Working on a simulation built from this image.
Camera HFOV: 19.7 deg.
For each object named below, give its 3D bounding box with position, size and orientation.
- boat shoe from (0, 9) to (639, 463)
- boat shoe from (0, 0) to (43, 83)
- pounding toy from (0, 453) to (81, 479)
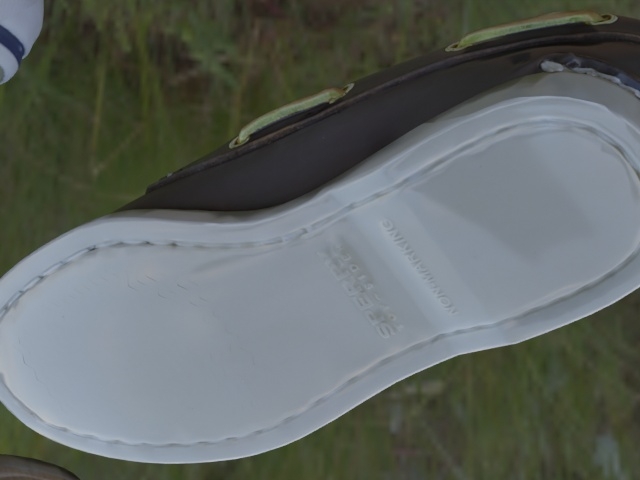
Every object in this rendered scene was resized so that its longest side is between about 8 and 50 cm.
[{"bbox_3d":[0.000,0.000,0.725,0.324,0.097,0.117,-22,112,33],"label":"boat shoe"},{"bbox_3d":[-0.164,-0.033,0.317,0.109,0.094,0.302,-1,180,33],"label":"boat shoe"},{"bbox_3d":[-0.106,0.145,0.537,0.269,0.154,0.155,50,173,-21],"label":"pounding toy"}]
